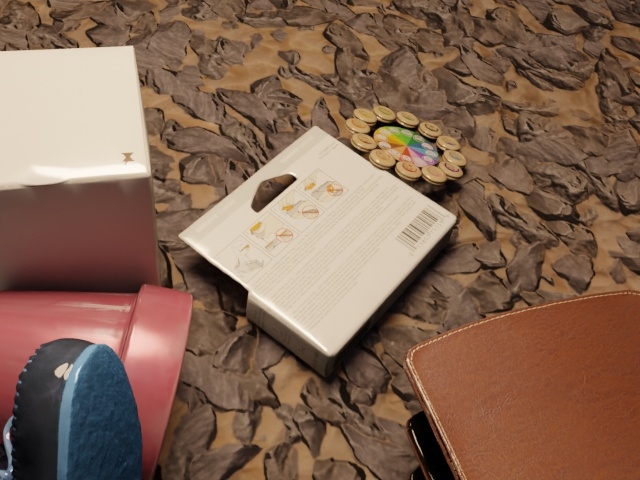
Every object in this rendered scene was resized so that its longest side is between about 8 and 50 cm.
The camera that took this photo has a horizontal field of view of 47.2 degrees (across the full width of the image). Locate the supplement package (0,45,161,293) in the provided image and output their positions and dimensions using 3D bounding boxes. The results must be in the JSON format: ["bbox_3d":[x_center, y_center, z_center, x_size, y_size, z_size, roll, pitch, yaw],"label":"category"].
[{"bbox_3d":[-0.263,-0.032,0.764,0.178,0.293,0.175,-6,56,-14],"label":"supplement package"}]

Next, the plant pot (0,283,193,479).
[{"bbox_3d":[-0.231,0.129,0.696,0.180,0.201,0.201,15,53,-11],"label":"plant pot"}]

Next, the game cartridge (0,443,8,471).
[{"bbox_3d":[-0.376,0.190,0.629,0.198,0.062,0.297,53,19,23],"label":"game cartridge"}]

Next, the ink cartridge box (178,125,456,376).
[{"bbox_3d":[0.000,0.000,0.927,0.239,0.060,0.275,35,56,18],"label":"ink cartridge box"}]

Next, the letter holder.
[{"bbox_3d":[0.240,0.193,0.771,0.302,0.152,0.214,-12,55,-17],"label":"letter holder"}]

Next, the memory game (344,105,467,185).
[{"bbox_3d":[0.123,-0.139,1.040,0.186,0.012,0.186,14,37,-11],"label":"memory game"}]

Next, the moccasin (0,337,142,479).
[{"bbox_3d":[-0.214,0.227,0.564,0.117,0.341,0.137,11,23,10],"label":"moccasin"}]
